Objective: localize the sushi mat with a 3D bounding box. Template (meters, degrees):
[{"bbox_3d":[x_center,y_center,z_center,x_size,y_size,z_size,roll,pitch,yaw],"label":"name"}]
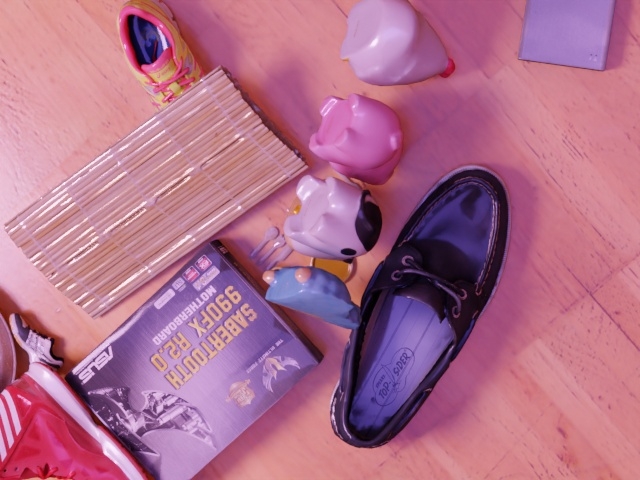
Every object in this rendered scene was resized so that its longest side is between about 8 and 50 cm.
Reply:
[{"bbox_3d":[-0.183,-0.048,1.626,0.316,0.019,0.151,-34,114,14],"label":"sushi mat"}]

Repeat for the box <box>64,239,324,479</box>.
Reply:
[{"bbox_3d":[-0.141,0.141,1.657,0.231,0.056,0.183,-42,89,9],"label":"box"}]

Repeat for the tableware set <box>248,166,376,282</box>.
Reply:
[{"bbox_3d":[0.000,0.000,1.645,0.104,0.024,0.154,44,98,1],"label":"tableware set"}]

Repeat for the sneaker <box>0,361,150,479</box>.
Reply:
[{"bbox_3d":[-0.288,0.254,1.644,0.128,0.087,0.221,-41,88,-21],"label":"sneaker"}]

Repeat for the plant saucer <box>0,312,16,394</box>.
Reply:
[{"bbox_3d":[-0.440,0.136,1.703,0.199,0.036,0.198,1,94,7],"label":"plant saucer"}]

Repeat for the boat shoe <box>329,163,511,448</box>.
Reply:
[{"bbox_3d":[0.105,0.077,1.593,0.127,0.113,0.340,32,98,3],"label":"boat shoe"}]

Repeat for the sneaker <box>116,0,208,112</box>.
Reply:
[{"bbox_3d":[-0.163,-0.174,1.614,0.081,0.094,0.208,-35,92,7],"label":"sneaker"}]

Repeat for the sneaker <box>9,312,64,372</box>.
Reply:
[{"bbox_3d":[-0.323,0.115,1.692,0.037,0.032,0.083,-30,100,2],"label":"sneaker"}]

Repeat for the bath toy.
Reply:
[{"bbox_3d":[0.046,-0.086,1.567,0.129,0.151,0.348,22,83,-30],"label":"bath toy"}]

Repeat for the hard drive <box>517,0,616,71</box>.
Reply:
[{"bbox_3d":[0.269,-0.255,1.591,0.094,0.022,0.135,9,96,6],"label":"hard drive"}]
